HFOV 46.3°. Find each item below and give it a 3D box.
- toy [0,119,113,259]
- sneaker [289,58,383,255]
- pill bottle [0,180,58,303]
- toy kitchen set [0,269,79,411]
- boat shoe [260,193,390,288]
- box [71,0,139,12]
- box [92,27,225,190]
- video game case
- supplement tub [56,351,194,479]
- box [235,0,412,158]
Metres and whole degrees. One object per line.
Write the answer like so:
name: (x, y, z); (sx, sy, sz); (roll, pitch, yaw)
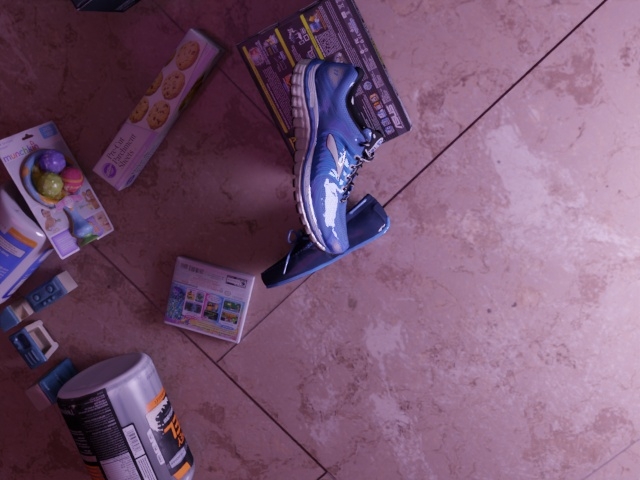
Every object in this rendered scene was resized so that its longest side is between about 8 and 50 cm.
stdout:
toy: (-0.475, -0.100, 1.378); (0.056, 0.137, 0.237); (-15, 106, 38)
sneaker: (0.032, -0.135, 1.246); (0.147, 0.130, 0.330); (-1, 103, 9)
pill bottle: (-0.623, 0.028, 1.426); (0.272, 0.152, 0.152); (-42, 96, 15)
toy kitchen set: (-0.524, 0.194, 1.474); (0.166, 0.122, 0.207); (-30, 100, 14)
boat shoe: (0.000, 0.000, 1.379); (0.258, 0.109, 0.089); (-29, 93, -3)
box: (-0.397, -0.517, 1.233); (0.103, 0.184, 0.261); (-29, 99, 13)
box: (-0.293, -0.235, 1.359); (0.067, 0.063, 0.324); (40, 106, -3)
video game case: (-0.219, 0.116, 1.468); (0.157, 0.019, 0.143); (15, 107, 2)
supplement tub: (-0.369, 0.398, 1.472); (0.193, 0.193, 0.316); (-17, 103, 11)
box: (0.009, -0.271, 1.313); (0.216, 0.060, 0.270); (-25, 100, 14)
